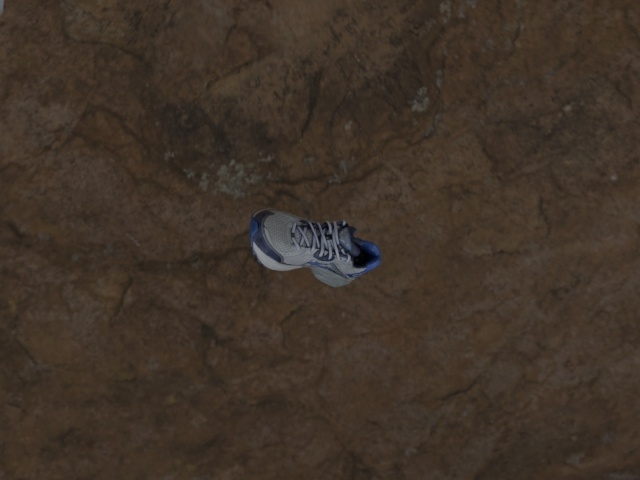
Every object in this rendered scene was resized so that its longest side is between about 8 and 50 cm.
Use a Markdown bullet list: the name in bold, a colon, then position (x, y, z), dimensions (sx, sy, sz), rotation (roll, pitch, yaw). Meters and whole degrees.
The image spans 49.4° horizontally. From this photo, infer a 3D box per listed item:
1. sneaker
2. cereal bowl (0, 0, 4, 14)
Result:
- **sneaker**: position (0.000, 0.000, 0.567), dimensions (0.058, 0.052, 0.135), rotation (-17, 157, 37)
- **cereal bowl**: position (-0.535, -0.426, 1.019), dimensions (0.141, 0.339, 0.339), rotation (6, 121, -26)
